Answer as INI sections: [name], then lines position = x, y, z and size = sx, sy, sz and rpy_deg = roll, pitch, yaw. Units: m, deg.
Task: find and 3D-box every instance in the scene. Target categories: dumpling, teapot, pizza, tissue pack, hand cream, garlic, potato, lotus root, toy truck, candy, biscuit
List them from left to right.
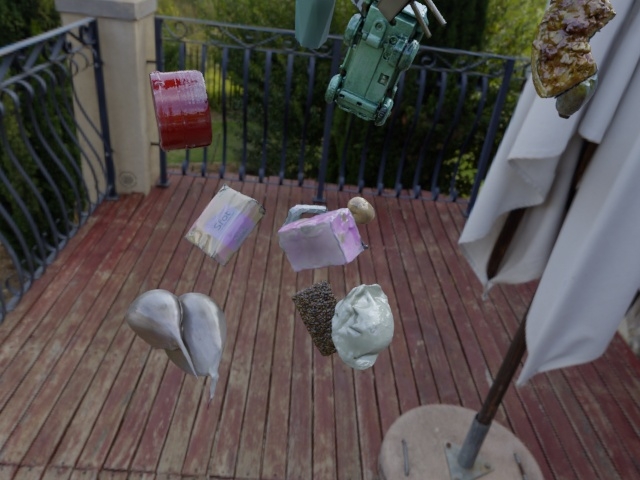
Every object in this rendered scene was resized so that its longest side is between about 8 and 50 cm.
[garlic]
position = -0.400, 0.261, 1.454
size = 0.232, 0.245, 0.340
rpy_deg = 21, 11, -44
[hand cream]
position = -0.340, -0.316, 1.284
size = 0.126, 0.193, 0.193
rpy_deg = -10, 33, -15
[tissue pack]
position = -0.344, -0.056, 1.920
size = 0.215, 0.256, 0.123
rpy_deg = 28, -9, 42
[teapot]
position = -0.063, -0.026, 2.066
size = 0.178, 0.221, 0.163
rpy_deg = 13, 42, -27
[candy]
position = 0.000, 0.000, 1.639
size = 0.265, 0.155, 0.116
rpy_deg = -11, 19, 47
[biscuit]
position = 0.013, 0.245, 1.631
size = 0.131, 0.230, 0.025
rpy_deg = -27, 8, 10
[potato]
position = 0.173, -0.126, 2.264
size = 0.112, 0.147, 0.112
rpy_deg = -24, 41, 22
[dumpling]
position = 0.119, 0.250, 1.546
size = 0.193, 0.257, 0.147
rpy_deg = 13, -8, -31
[toy truck]
position = 0.123, -0.397, 1.165
size = 0.155, 0.278, 0.156
rpy_deg = 25, 50, 2
[pizza]
position = 0.589, -0.484, 1.240
size = 0.161, 0.305, 0.086
rpy_deg = 22, 13, 28
[lotus root]
position = 0.756, -0.434, 1.572
size = 0.088, 0.192, 0.113
rpy_deg = 36, 73, 18

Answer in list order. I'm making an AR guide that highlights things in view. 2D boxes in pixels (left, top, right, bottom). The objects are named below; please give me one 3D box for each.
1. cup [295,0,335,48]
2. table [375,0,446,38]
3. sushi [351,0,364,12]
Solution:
[cup]
position = -0.023, -0.748, 1.715
size = 0.148, 0.235, 0.134
rpy_deg = -16, 63, -18
[table]
position = 0.229, -0.463, 0.907
size = 0.111, 0.240, 0.121
rpy_deg = 47, -3, -9
[sushi]
position = 0.152, -0.776, 1.501
size = 0.069, 0.319, 0.339
rpy_deg = 16, -5, 38
